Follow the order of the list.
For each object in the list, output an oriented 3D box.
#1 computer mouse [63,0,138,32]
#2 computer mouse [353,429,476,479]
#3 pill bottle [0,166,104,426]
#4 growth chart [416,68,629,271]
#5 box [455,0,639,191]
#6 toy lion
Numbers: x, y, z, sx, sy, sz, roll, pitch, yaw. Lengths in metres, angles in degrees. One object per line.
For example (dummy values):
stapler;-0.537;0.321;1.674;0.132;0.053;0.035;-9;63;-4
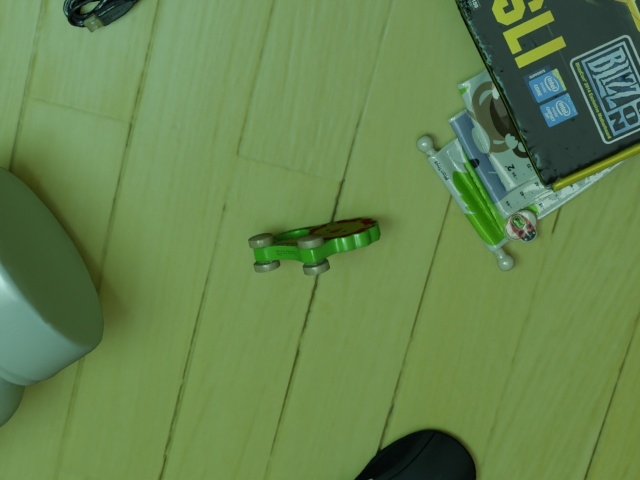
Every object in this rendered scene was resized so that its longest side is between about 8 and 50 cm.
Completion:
computer mouse;-0.219;-0.278;1.144;0.106;0.042;0.193;-32;107;14
computer mouse;0.060;0.314;1.282;0.262;0.060;0.184;-35;101;10
pill bottle;-0.402;0.109;1.154;0.392;0.224;0.224;-30;102;9
growth chart;0.204;-0.107;1.189;0.237;0.021;0.172;-39;100;10
box;0.237;-0.238;1.110;0.257;0.079;0.322;-25;97;9
toy lion;0.000;0.000;1.194;0.100;0.096;0.034;1;109;43
